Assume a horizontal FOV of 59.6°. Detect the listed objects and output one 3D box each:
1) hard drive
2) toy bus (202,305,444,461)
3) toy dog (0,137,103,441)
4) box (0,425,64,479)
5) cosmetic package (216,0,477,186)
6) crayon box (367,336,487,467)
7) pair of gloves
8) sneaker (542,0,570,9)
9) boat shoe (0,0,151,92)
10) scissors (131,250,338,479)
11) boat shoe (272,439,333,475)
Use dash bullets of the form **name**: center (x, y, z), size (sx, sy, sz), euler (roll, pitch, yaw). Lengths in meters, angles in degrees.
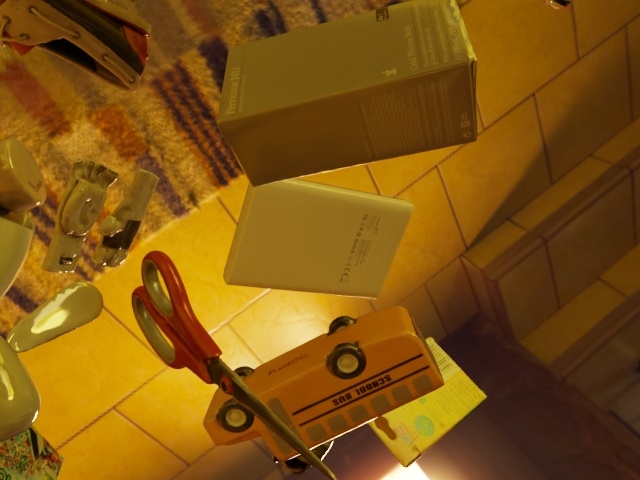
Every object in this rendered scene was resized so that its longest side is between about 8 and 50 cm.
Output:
- **hard drive**: center (0.000, 0.000, 1.035), size (0.319, 0.040, 0.210), euler (8, 113, -27)
- **toy bus**: center (0.000, 0.215, 0.824), size (0.333, 0.108, 0.130), euler (-28, 104, 8)
- **toy dog**: center (-0.362, 0.057, 0.626), size (0.220, 0.333, 0.161), euler (-5, 157, 7)
- **box**: center (-0.431, 0.288, 0.751), size (0.036, 0.114, 0.207), euler (-18, 124, 4)
- **cosmetic package**: center (0.026, -0.148, 0.558), size (0.238, 0.127, 0.107), euler (-10, 142, 9)
- **crayon box**: center (0.213, 0.376, 1.297), size (0.319, 0.202, 0.081), euler (-20, 147, -40)
- **pair of gloves**: center (-0.393, -0.042, 1.006), size (0.204, 0.042, 0.240), euler (-67, 167, 7)
- **sneaker**: center (0.409, -0.503, 1.024), size (0.075, 0.170, 0.063), euler (-42, 177, 39)
- **boat shoe**: center (-0.153, -0.120, 0.302), size (0.137, 0.049, 0.043), euler (7, 96, -55)
- **scissors**: center (-0.089, 0.121, 0.489), size (0.021, 0.297, 0.109), euler (-16, 137, -43)
- **boat shoe**: center (-0.069, 0.478, 1.331), size (0.132, 0.355, 0.130), euler (28, 63, -4)
